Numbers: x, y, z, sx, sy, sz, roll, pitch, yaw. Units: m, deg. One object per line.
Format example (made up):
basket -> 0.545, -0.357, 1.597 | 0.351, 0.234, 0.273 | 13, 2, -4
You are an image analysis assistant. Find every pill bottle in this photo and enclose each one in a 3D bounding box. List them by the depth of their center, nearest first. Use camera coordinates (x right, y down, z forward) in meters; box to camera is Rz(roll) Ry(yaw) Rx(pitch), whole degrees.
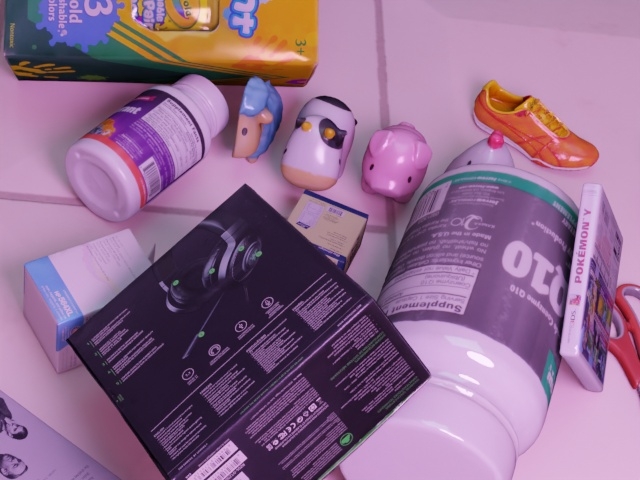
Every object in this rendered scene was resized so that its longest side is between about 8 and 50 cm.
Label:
pill bottle -> 0.151, 0.106, 1.534 | 0.204, 0.204, 0.361 | 19, 49, 6
pill bottle -> -0.197, -0.115, 1.721 | 0.108, 0.108, 0.193 | 34, 51, 18

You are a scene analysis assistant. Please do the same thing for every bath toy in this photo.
bath toy -> 0.074, -0.106, 1.755 | 0.348, 0.129, 0.151 | 15, 48, 1

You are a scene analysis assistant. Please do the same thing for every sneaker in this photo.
sneaker -> 0.274, -0.144, 1.868 | 0.175, 0.067, 0.064 | 27, 48, 10

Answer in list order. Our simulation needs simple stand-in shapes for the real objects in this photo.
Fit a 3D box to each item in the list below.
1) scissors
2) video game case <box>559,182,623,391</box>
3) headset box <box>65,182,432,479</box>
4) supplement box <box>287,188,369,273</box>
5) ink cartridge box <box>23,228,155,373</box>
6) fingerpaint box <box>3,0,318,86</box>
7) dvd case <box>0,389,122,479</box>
scissors -> 0.377, 0.166, 1.648 | 0.109, 0.021, 0.297 | -6, 49, -18
video game case -> 0.292, 0.055, 1.574 | 0.023, 0.201, 0.183 | 6, 75, 19
headset box -> -0.081, 0.109, 1.424 | 0.246, 0.131, 0.283 | -42, 40, -6
supplement box -> 0.000, 0.000, 1.694 | 0.083, 0.056, 0.083 | 22, 49, 8
ink cartridge box -> -0.234, 0.061, 1.570 | 0.143, 0.092, 0.090 | -20, 56, -25
fingerpaint box -> -0.188, -0.421, 1.787 | 0.371, 0.163, 0.444 | 1, 86, -6
dvd case -> -0.323, 0.244, 1.435 | 0.239, 0.029, 0.179 | 33, 51, 17
